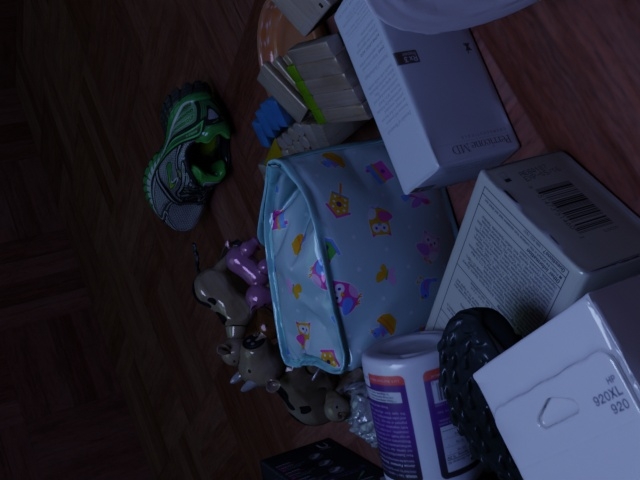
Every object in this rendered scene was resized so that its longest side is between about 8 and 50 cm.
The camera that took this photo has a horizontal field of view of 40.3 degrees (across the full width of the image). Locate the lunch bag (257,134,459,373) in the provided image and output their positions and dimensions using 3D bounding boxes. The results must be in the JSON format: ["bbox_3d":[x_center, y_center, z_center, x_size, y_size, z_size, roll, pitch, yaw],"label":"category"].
[{"bbox_3d":[0.051,0.007,1.058,0.160,0.223,0.262,-9,94,58],"label":"lunch bag"}]

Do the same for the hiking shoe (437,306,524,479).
[{"bbox_3d":[0.221,0.175,0.807,0.304,0.132,0.113,56,150,-9],"label":"hiking shoe"}]

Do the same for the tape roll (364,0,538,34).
[{"bbox_3d":[0.141,-0.286,0.664,0.100,0.286,0.286,67,153,19],"label":"tape roll"}]

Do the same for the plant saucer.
[{"bbox_3d":[-0.035,-0.270,1.295,0.200,0.037,0.199,39,137,49],"label":"plant saucer"}]

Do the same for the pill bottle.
[{"bbox_3d":[0.112,0.201,0.917,0.108,0.108,0.193,4,107,63],"label":"pill bottle"}]

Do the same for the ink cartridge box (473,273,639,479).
[{"bbox_3d":[0.276,0.117,0.662,0.168,0.233,0.171,66,153,19],"label":"ink cartridge box"}]

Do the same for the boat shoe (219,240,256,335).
[{"bbox_3d":[-0.171,0.089,1.706,0.073,0.073,0.206,39,136,48],"label":"boat shoe"}]

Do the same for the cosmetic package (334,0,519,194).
[{"bbox_3d":[0.114,-0.177,0.961,0.231,0.117,0.085,68,152,12],"label":"cosmetic package"}]

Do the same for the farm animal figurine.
[{"bbox_3d":[-0.061,0.165,1.299,0.326,0.172,0.330,53,165,-26],"label":"farm animal figurine"}]

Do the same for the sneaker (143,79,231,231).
[{"bbox_3d":[-0.255,-0.132,1.689,0.146,0.134,0.343,57,148,31],"label":"sneaker"}]

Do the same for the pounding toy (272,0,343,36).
[{"bbox_3d":[-0.014,-0.390,1.056,0.206,0.181,0.094,48,152,-5],"label":"pounding toy"}]

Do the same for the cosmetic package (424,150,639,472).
[{"bbox_3d":[0.210,0.080,0.909,0.160,0.113,0.309,54,147,36],"label":"cosmetic package"}]

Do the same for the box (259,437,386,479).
[{"bbox_3d":[0.027,0.452,1.425,0.270,0.143,0.165,11,111,62],"label":"box"}]

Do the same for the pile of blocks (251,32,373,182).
[{"bbox_3d":[-0.001,-0.185,1.165,0.149,0.113,0.362,48,154,1],"label":"pile of blocks"}]
